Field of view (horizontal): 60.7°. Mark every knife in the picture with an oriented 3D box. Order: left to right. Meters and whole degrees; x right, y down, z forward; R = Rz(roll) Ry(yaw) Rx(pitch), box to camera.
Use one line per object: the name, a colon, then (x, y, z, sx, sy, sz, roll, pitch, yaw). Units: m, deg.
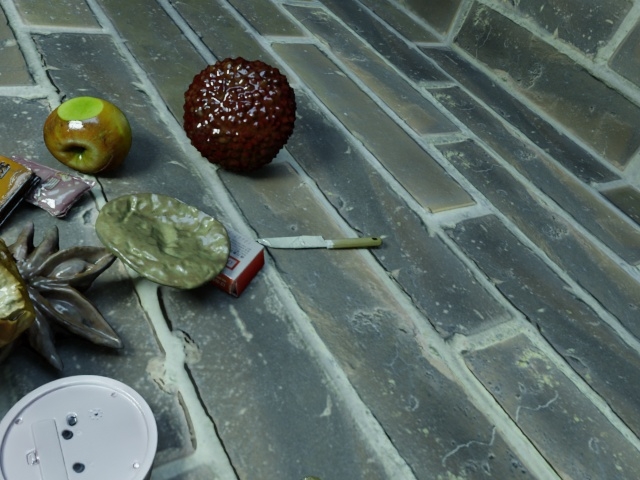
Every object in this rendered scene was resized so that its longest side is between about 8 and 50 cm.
knife: (-0.001, 0.002, 1.210, 0.297, 0.017, 0.047, -3, 43, -21)

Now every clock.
clock: (-0.317, 0.278, 0.715, 0.196, 0.068, 0.197, 12, 40, -10)

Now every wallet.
wallet: (-0.641, -0.104, 0.990, 0.195, 0.042, 0.161, 24, 57, 2)

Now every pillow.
pillow: (-0.551, -0.107, 1.068, 0.185, 0.043, 0.118, 20, 46, 3)

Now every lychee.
lychee: (-0.180, -0.293, 1.277, 0.264, 0.264, 0.300, 45, 27, 26)

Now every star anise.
star anise: (-0.473, 0.084, 0.835, 0.349, 0.109, 0.292, -18, 60, -34)

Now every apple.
apple: (-0.481, -0.221, 1.146, 0.163, 0.146, 0.147, 2, 49, 0)

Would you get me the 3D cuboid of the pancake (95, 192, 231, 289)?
pancake: (-0.274, 0.005, 0.970, 0.242, 0.050, 0.242, 20, 34, -14)

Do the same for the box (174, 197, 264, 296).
box: (-0.229, 0.011, 1.072, 0.229, 0.050, 0.123, 28, 42, 7)

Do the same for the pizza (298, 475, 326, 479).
pizza: (0.037, 0.444, 0.694, 0.197, 0.058, 0.292, -19, 52, -37)

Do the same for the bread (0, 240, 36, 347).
bread: (-0.536, 0.106, 0.650, 0.344, 0.149, 0.195, -36, 58, -12)
